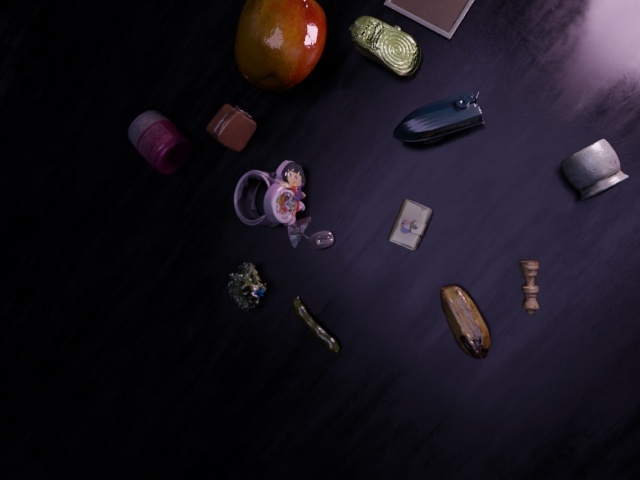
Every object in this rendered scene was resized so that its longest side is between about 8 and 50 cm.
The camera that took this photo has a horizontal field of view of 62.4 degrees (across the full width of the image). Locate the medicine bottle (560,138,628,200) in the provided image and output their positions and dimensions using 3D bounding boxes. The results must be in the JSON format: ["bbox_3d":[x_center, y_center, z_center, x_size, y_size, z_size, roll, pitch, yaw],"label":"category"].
[{"bbox_3d":[0.816,-0.208,1.578,0.147,0.147,0.143,-31,82,16],"label":"medicine bottle"}]

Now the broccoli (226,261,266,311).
[{"bbox_3d":[-0.273,0.173,1.946,0.154,0.160,0.167,34,90,-12],"label":"broccoli"}]

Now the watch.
[{"bbox_3d":[-0.184,-0.170,1.924,0.231,0.196,0.244,6,92,40],"label":"watch"}]

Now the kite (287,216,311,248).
[{"bbox_3d":[-0.064,-0.027,1.951,0.152,0.005,0.137,30,100,15],"label":"kite"}]

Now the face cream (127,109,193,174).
[{"bbox_3d":[-0.621,-0.381,2.047,0.195,0.175,0.175,44,103,12],"label":"face cream"}]

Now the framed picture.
[{"bbox_3d":[0.382,-0.835,1.789,0.273,0.016,0.216,36,102,15],"label":"framed picture"}]

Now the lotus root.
[{"bbox_3d":[0.473,0.263,1.728,0.110,0.097,0.258,-25,75,10],"label":"lotus root"}]

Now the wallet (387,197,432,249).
[{"bbox_3d":[0.308,-0.054,1.808,0.110,0.039,0.155,25,98,20],"label":"wallet"}]

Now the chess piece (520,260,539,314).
[{"bbox_3d":[0.669,0.151,1.681,0.060,0.060,0.172,-3,92,19],"label":"chess piece"}]

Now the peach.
[{"bbox_3d":[-0.148,-0.689,1.826,0.372,0.290,0.373,1,94,22],"label":"peach"}]

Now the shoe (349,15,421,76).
[{"bbox_3d":[0.221,-0.667,1.789,0.262,0.128,0.140,27,110,-12],"label":"shoe"}]

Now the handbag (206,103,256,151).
[{"bbox_3d":[-0.319,-0.414,1.938,0.072,0.193,0.151,39,95,19],"label":"handbag"}]

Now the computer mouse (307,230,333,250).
[{"bbox_3d":[-0.001,0.000,1.908,0.096,0.039,0.066,-17,85,13],"label":"computer mouse"}]

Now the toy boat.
[{"bbox_3d":[0.381,-0.389,1.735,0.296,0.122,0.114,-17,63,8],"label":"toy boat"}]

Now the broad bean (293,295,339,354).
[{"bbox_3d":[-0.023,0.312,1.919,0.052,0.052,0.256,-33,73,-26],"label":"broad bean"}]
